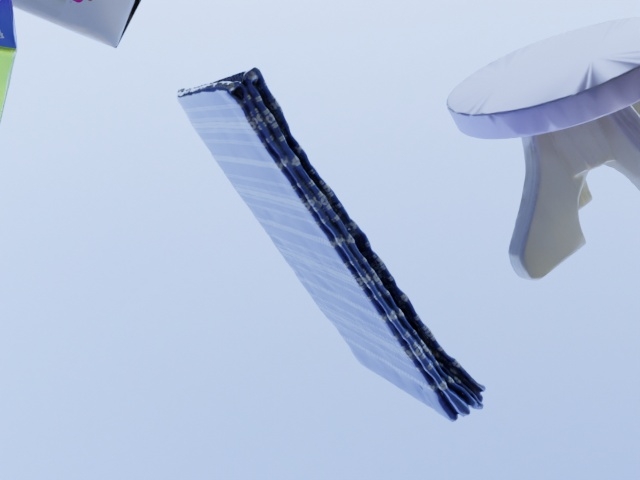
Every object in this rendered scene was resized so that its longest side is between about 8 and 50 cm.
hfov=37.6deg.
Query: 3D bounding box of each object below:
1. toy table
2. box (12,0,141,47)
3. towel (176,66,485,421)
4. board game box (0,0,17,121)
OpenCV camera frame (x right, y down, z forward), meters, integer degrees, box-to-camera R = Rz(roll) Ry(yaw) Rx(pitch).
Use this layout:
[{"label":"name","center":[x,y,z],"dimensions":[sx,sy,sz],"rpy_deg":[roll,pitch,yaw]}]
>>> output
[{"label":"toy table","center":[0.250,-0.097,0.881],"dimensions":[0.252,0.274,0.160],"rpy_deg":[-32,-74,-4]},{"label":"box","center":[-0.308,-0.296,0.850],"dimensions":[0.262,0.231,0.126],"rpy_deg":[32,-79,47]},{"label":"towel","center":[0.000,0.000,0.818],"dimensions":[0.040,0.243,0.336],"rpy_deg":[-38,-74,-12]},{"label":"board game box","center":[-0.369,-0.049,0.676],"dimensions":[0.347,0.233,0.078],"rpy_deg":[-58,-140,43]}]
